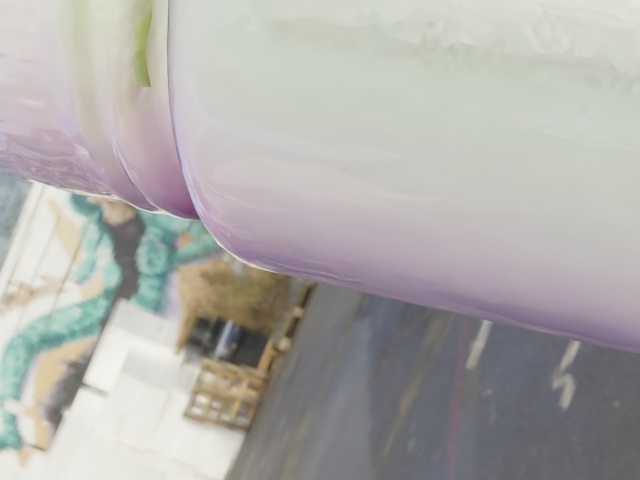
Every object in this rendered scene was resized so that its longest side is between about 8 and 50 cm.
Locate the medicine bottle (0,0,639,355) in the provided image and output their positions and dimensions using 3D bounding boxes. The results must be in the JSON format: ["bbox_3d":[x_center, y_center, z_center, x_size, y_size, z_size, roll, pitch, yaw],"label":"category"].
[{"bbox_3d":[0.060,-0.082,0.454,0.219,0.388,0.219,12,-90,-71],"label":"medicine bottle"}]
